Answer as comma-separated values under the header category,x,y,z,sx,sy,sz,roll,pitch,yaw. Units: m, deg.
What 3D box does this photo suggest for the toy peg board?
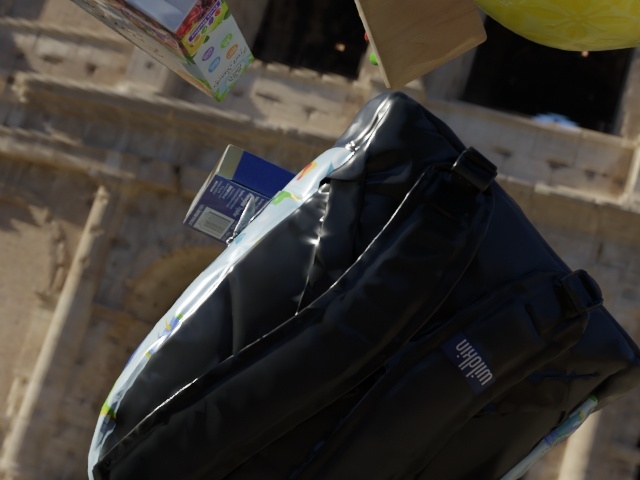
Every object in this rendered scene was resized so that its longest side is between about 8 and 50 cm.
category,x,y,z,sx,sy,sz,roll,pitch,yaw
toy peg board,0.117,-0.312,1.605,0.079,0.161,0.161,26,-37,61

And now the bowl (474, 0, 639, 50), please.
category,x,y,z,sx,sy,sz,roll,pitch,yaw
bowl,0.194,-0.238,0.596,0.289,0.289,0.156,26,-5,-34

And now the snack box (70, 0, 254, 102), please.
category,x,y,z,sx,sy,sz,roll,pitch,yaw
snack box,-0.108,-0.139,0.634,0.141,0.037,0.100,35,-5,14

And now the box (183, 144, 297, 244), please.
category,x,y,z,sx,sy,sz,roll,pitch,yaw
box,0.000,0.000,1.045,0.225,0.036,0.136,26,-24,-9

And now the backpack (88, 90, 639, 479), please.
category,x,y,z,sx,sy,sz,roll,pitch,yaw
backpack,0.001,0.120,0.864,0.290,0.355,0.273,46,-24,-3
